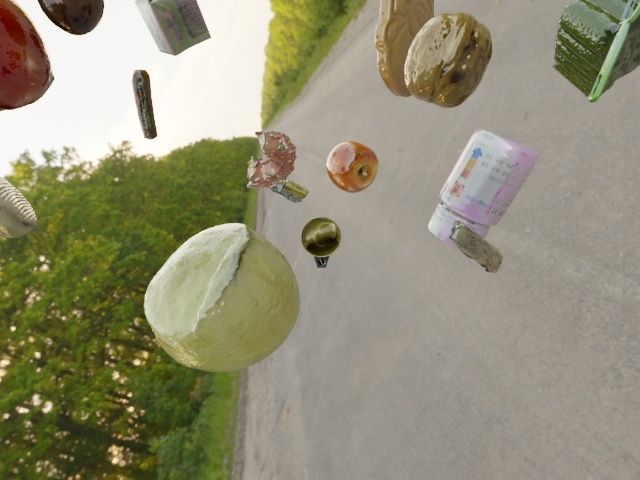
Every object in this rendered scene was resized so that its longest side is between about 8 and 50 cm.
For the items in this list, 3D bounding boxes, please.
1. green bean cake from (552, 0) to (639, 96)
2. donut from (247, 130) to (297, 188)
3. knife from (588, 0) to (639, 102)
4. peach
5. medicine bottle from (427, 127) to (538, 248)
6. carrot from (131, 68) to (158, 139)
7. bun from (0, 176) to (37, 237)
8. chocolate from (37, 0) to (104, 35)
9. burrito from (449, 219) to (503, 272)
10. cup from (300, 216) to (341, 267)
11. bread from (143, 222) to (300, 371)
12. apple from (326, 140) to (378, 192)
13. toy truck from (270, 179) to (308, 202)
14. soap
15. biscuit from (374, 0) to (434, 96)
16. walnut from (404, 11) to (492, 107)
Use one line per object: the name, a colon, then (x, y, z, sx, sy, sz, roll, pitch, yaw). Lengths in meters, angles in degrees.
green bean cake: (0.679, -0.486, 0.976, 0.250, 0.156, 0.247, -38, -26, 10)
donut: (-0.106, -0.179, 0.990, 0.166, 0.117, 0.065, 121, 140, -57)
knife: (0.536, -0.352, 0.771, 0.054, 0.015, 0.212, -93, 20, -75)
peach: (-0.897, -0.530, 1.165, 0.338, 0.281, 0.281, 80, -164, -47)
medicine bottle: (0.358, -0.111, 0.979, 0.152, 0.152, 0.254, -95, 26, -65)
carrot: (-0.661, -0.509, 1.633, 0.070, 0.070, 0.260, -159, 60, -78)
bun: (-1.086, -0.111, 1.450, 0.141, 0.239, 0.239, -37, 7, -11)
chocolate: (-0.650, -0.625, 1.127, 0.177, 0.176, 0.177, -158, 90, -78)
burrito: (0.302, 0.013, 0.844, 0.042, 0.171, 0.051, -6, 61, 55)
cup: (0.000, 0.000, 1.452, 0.155, 0.131, 0.176, -98, 8, -81)
bread: (-0.199, 0.121, 0.923, 0.320, 0.237, 0.320, -18, 32, 11)
apple: (0.097, -0.231, 1.350, 0.139, 0.163, 0.163, 36, 106, 50)
toy truck: (-0.105, -0.168, 1.430, 0.063, 0.123, 0.052, -64, 10, 0)
soap: (-0.538, -0.815, 1.592, 0.182, 0.199, 0.138, -41, 46, -23)
biscuit: (0.266, -0.621, 1.306, 0.312, 0.057, 0.351, -2, -75, -55)
walnut: (0.251, -0.358, 0.852, 0.184, 0.155, 0.155, -65, 12, 8)
